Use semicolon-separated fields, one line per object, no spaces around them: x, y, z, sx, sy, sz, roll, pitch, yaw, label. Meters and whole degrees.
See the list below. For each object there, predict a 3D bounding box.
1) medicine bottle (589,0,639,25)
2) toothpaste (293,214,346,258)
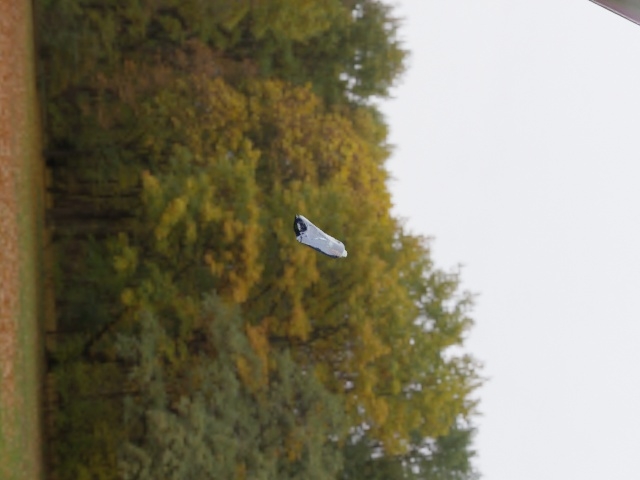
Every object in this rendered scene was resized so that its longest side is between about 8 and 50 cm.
0.254;-0.279;0.611;0.274;0.134;0.133;-63;-155;18;medicine bottle
0.000;0.000;0.929;0.019;0.083;0.027;-11;-116;34;toothpaste
